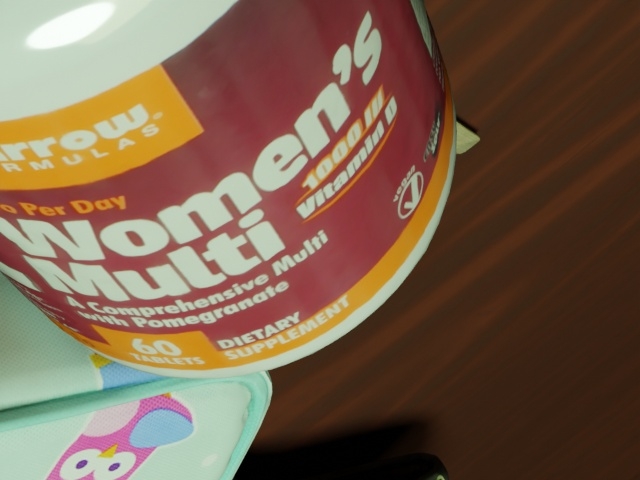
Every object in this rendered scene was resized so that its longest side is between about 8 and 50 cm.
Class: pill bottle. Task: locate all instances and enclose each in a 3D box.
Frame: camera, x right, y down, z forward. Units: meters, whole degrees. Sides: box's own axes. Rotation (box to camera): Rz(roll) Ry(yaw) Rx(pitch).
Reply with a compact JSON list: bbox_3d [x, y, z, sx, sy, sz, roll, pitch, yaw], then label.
[{"bbox_3d":[-0.048,-0.061,0.376,0.121,0.121,0.221,-30,153,1],"label":"pill bottle"}]

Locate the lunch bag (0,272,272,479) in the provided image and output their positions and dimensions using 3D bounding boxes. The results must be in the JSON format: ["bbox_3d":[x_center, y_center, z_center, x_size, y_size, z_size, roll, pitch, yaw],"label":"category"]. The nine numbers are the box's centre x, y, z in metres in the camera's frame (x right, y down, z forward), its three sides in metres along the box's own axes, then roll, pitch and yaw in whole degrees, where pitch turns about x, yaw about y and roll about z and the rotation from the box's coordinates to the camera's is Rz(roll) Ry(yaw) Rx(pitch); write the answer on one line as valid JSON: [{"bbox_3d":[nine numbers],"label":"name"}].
[{"bbox_3d":[-0.144,0.093,0.560,0.224,0.108,0.279,-11,148,-35],"label":"lunch bag"}]

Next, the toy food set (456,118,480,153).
[{"bbox_3d":[0.000,0.000,0.638,0.122,0.019,0.078,-38,152,15],"label":"toy food set"}]

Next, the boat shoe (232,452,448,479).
[{"bbox_3d":[-0.038,0.130,0.774,0.228,0.068,0.081,-1,-179,-38],"label":"boat shoe"}]
